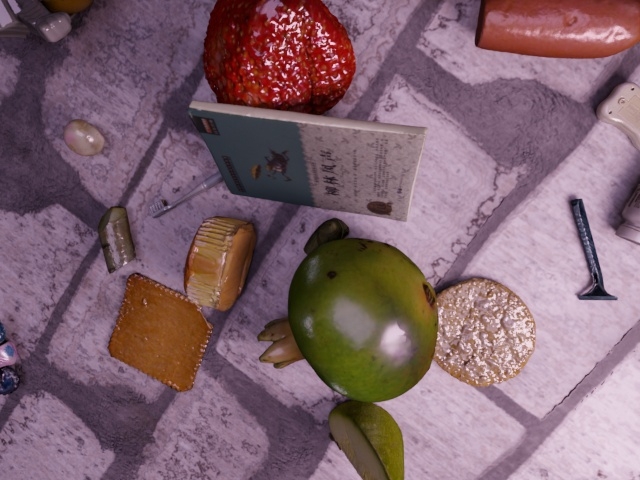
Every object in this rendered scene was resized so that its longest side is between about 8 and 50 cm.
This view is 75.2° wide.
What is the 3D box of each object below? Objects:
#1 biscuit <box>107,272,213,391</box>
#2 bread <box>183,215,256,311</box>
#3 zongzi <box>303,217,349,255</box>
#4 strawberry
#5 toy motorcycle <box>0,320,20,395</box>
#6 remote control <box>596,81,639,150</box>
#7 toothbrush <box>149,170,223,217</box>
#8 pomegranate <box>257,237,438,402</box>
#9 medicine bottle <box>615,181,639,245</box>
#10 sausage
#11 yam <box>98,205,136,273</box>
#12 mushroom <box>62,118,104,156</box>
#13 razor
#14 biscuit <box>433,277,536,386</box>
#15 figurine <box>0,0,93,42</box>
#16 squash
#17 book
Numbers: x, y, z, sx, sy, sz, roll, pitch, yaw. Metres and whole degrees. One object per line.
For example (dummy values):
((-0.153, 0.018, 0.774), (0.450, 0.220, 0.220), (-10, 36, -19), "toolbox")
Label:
((-0.375, 0.218, 0.972), (0.236, 0.013, 0.232), (23, 102, 7), "biscuit")
((-0.212, 0.044, 0.854), (0.114, 0.132, 0.191), (13, 98, 11), "bread")
((0.000, 0.000, 0.813), (0.104, 0.113, 0.052), (-45, 82, 14), "zongzi")
((-0.078, -0.318, 0.695), (0.250, 0.288, 0.239), (-31, 83, -5), "strawberry")
((-0.849, 0.261, 1.029), (0.239, 0.108, 0.204), (21, 108, -18), "toy motorcycle")
((0.544, -0.212, 0.716), (0.122, 0.032, 0.074), (42, 104, 4), "remote control")
((-0.228, -0.133, 0.886), (0.342, 0.025, 0.030), (-26, 90, 14), "toothbrush")
((0.039, 0.170, 0.761), (0.358, 0.216, 0.310), (-23, 108, 16), "pomegranate")
((0.573, -0.059, 0.708), (0.079, 0.079, 0.140), (25, 102, 7), "medicine bottle")
((0.393, -0.360, 0.685), (0.258, 0.113, 0.114), (10, 100, 11), "sausage")
((-0.457, -0.003, 0.927), (0.069, 0.070, 0.147), (-8, 98, 12), "yam")
((-0.514, -0.225, 0.906), (0.083, 0.084, 0.068), (11, 55, 8), "mushroom")
((0.492, 0.016, 0.764), (0.066, 0.033, 0.190), (-12, 93, 55), "razor")
((0.310, 0.182, 0.820), (0.219, 0.033, 0.220), (1, 97, 12), "biscuit")
((-0.543, -0.526, 0.817), (0.284, 0.167, 0.343), (-12, 92, 16), "figurine")
((0.078, 0.403, 0.785), (0.169, 0.252, 0.093), (8, 98, 10), "squash")
((-0.018, -0.132, 0.742), (0.378, 0.264, 0.031), (9, 65, 10), "book")
